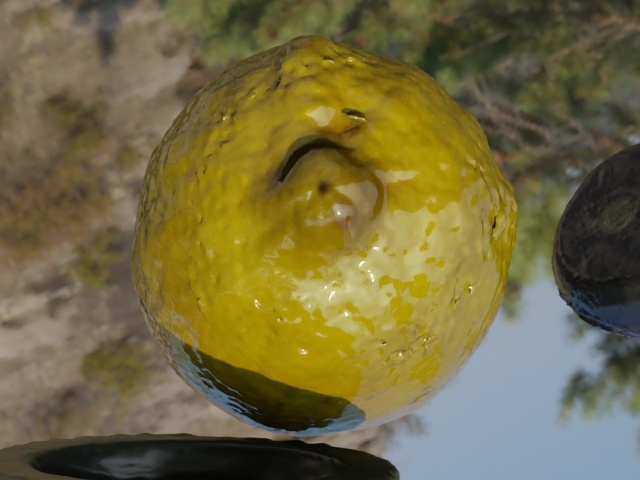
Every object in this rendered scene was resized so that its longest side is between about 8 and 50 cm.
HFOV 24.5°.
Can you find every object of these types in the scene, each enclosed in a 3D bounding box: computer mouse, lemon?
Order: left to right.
[{"bbox_3d":[0.000,0.000,0.936,0.245,0.245,0.320,-25,170,-9],"label":"lemon"},{"bbox_3d":[0.332,-0.009,1.186,0.323,0.183,0.116,-11,146,45],"label":"computer mouse"}]

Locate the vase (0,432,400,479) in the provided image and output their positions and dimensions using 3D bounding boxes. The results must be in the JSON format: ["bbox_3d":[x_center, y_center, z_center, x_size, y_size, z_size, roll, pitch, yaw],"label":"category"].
[{"bbox_3d":[-0.078,0.263,0.827,0.245,0.291,0.245,2,-179,0],"label":"vase"}]
